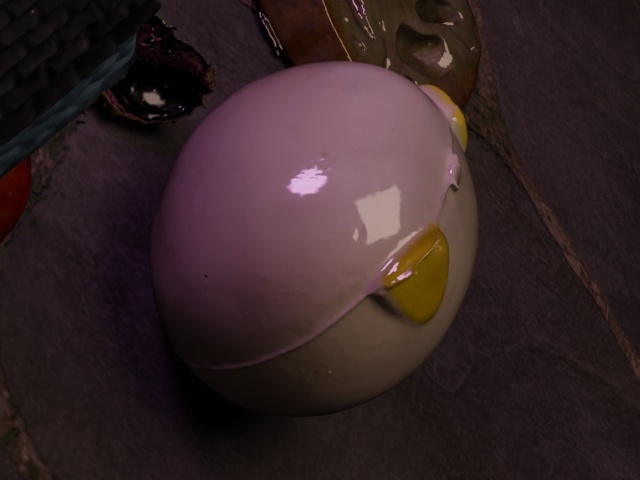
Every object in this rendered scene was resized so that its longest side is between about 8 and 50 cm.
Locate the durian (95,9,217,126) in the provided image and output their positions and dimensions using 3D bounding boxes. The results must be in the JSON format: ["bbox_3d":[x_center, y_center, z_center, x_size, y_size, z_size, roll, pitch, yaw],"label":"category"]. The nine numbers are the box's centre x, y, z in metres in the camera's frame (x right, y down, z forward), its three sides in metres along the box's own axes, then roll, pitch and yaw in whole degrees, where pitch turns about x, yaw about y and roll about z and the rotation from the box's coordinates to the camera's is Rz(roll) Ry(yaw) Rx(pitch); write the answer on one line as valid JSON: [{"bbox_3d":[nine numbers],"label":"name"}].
[{"bbox_3d":[-0.204,-0.194,1.977,0.108,0.119,0.186,39,-6,47],"label":"durian"}]

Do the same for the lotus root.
[{"bbox_3d":[0.052,-0.289,2.389,0.390,0.111,0.375,34,45,-39],"label":"lotus root"}]

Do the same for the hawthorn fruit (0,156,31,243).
[{"bbox_3d":[-0.302,-0.059,1.599,0.163,0.203,0.162,30,44,-35],"label":"hawthorn fruit"}]

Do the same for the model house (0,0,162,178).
[{"bbox_3d":[-0.325,-0.173,1.379,0.360,0.339,0.297,-40,92,-16],"label":"model house"}]

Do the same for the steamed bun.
[{"bbox_3d":[-0.003,-0.005,1.869,0.334,0.334,0.374,43,37,-27],"label":"steamed bun"}]
